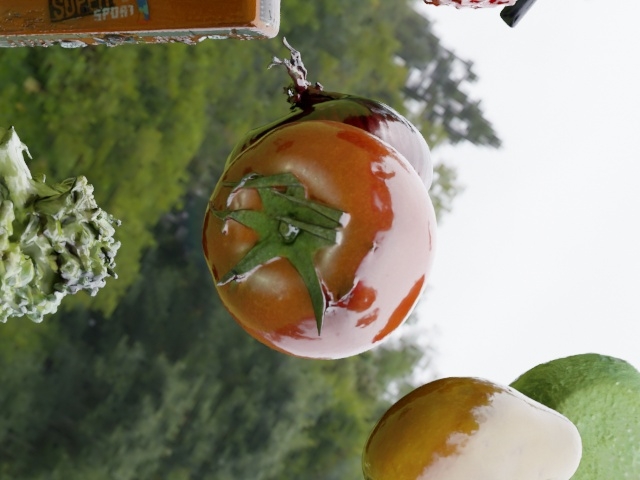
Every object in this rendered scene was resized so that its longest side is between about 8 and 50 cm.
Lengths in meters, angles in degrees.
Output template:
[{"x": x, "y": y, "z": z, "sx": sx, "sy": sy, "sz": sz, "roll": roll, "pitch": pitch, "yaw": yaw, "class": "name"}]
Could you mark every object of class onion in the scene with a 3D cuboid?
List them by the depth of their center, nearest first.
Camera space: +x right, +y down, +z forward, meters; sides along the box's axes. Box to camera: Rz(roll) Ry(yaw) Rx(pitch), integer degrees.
[{"x": 0.002, "y": -0.117, "z": 1.909, "sx": 0.273, "sy": 0.273, "sz": 0.285, "roll": 155, "pitch": -79, "yaw": -68, "class": "onion"}]

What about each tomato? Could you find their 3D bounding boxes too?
[{"x": 0.000, "y": 0.000, "z": 1.579, "sx": 0.256, "sy": 0.256, "sz": 0.224, "roll": -56, "pitch": 152, "yaw": 7, "class": "tomato"}]

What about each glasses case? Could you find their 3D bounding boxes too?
[{"x": 0.302, "y": -0.357, "z": 2.195, "sx": 0.083, "sy": 0.033, "sz": 0.023, "roll": -50, "pitch": -175, "yaw": 19, "class": "glasses case"}]

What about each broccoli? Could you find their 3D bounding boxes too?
[{"x": -0.437, "y": 0.009, "z": 1.985, "sx": 0.272, "sy": 0.334, "sz": 0.324, "roll": 78, "pitch": 8, "yaw": -53, "class": "broccoli"}]

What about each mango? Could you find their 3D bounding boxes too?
[{"x": 0.152, "y": 0.196, "z": 1.392, "sx": 0.113, "sy": 0.253, "sz": 0.139, "roll": 16, "pitch": -79, "yaw": 56, "class": "mango"}]

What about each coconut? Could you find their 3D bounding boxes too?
[{"x": 0.320, "y": 0.300, "z": 1.883, "sx": 0.328, "sy": 0.281, "sz": 0.329, "roll": 172, "pitch": -90, "yaw": -84, "class": "coconut"}]

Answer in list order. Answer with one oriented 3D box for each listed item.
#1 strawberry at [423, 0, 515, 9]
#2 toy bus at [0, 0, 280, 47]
[{"x": 0.181, "y": -0.405, "z": 1.676, "sx": 0.292, "sy": 0.292, "sz": 0.310, "roll": -52, "pitch": 163, "yaw": 23, "class": "strawberry"}, {"x": -0.259, "y": -0.310, "z": 1.968, "sx": 0.092, "sy": 0.408, "sz": 0.093, "roll": 19, "pitch": 71, "yaw": -78, "class": "toy bus"}]
